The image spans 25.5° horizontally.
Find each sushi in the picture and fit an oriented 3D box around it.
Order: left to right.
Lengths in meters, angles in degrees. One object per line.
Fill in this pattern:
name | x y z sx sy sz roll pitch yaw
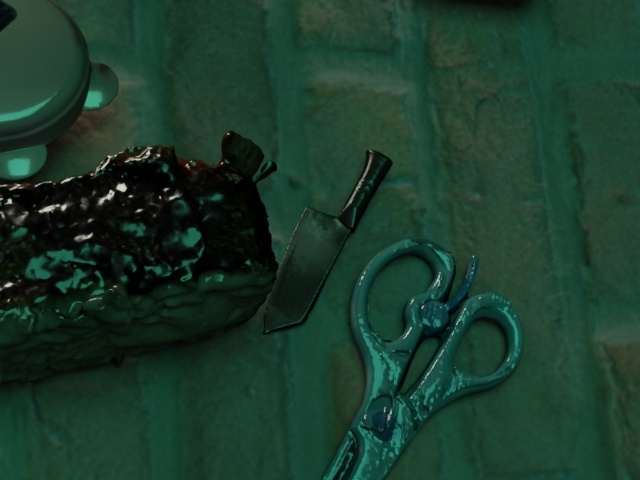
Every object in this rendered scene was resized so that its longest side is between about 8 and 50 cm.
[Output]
sushi | -0.188 0.012 1.271 0.343 0.196 0.182 -15 78 -18

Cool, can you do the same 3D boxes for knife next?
knife | 0.000 0.000 1.414 0.060 0.028 0.230 24 67 12

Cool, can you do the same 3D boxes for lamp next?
lamp | -0.330 -0.172 1.364 0.246 0.108 0.179 38 61 7

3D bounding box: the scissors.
scissors | 0.060 0.164 1.348 0.180 0.032 0.393 32 65 3
